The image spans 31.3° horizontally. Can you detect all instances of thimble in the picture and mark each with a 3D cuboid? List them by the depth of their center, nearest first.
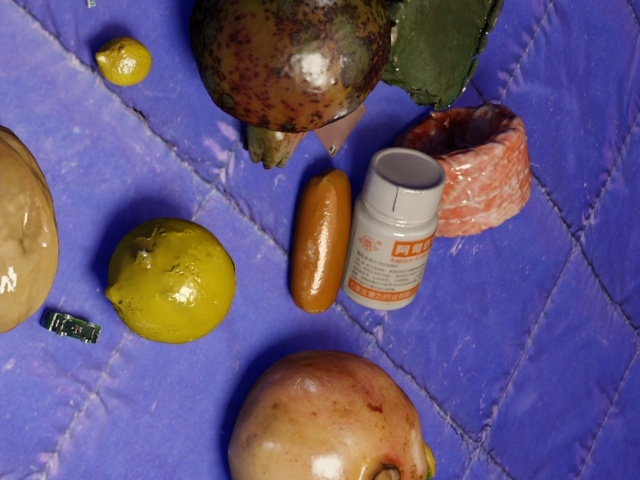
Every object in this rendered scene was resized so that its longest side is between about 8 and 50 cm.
[{"bbox_3d":[0.244,-0.126,1.968,0.239,0.239,0.162,-40,125,-34],"label":"thimble"}]

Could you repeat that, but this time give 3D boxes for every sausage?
[{"bbox_3d":[0.000,0.000,1.837,0.098,0.098,0.238,-2,105,-48],"label":"sausage"}]

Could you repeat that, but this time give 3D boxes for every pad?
[{"bbox_3d":[0.005,-0.234,1.838,0.113,0.006,0.187,-55,134,-20],"label":"pad"}]

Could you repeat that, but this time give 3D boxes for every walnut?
[{"bbox_3d":[-0.400,-0.015,1.291,0.225,0.225,0.260,-23,113,-43],"label":"walnut"}]

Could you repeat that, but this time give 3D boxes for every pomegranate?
[{"bbox_3d":[-0.052,-0.238,1.598,0.285,0.285,0.340,-35,148,-37],"label":"pomegranate"},{"bbox_3d":[0.025,0.342,1.792,0.338,0.338,0.338,-17,114,-45],"label":"pomegranate"}]

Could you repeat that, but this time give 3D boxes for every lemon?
[{"bbox_3d":[-0.259,-0.235,1.493,0.092,0.065,0.065,-7,106,-53],"label":"lemon"},{"bbox_3d":[-0.200,0.056,1.567,0.206,0.174,0.173,21,85,-49],"label":"lemon"}]

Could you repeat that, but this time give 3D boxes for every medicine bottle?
[{"bbox_3d":[0.116,-0.019,1.868,0.144,0.144,0.252,-29,140,-40],"label":"medicine bottle"}]

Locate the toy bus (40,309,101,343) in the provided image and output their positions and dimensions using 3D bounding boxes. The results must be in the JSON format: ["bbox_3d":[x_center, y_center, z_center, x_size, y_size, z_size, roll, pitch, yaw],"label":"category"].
[{"bbox_3d":[-0.335,0.116,1.533,0.083,0.037,0.031,25,83,-48],"label":"toy bus"}]

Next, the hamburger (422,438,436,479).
[{"bbox_3d":[0.130,0.394,2.055,0.115,0.162,0.162,-45,132,-23],"label":"hamburger"}]

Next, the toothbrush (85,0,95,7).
[{"bbox_3d":[-0.298,-0.363,1.451,0.013,0.011,0.131,-14,113,-32],"label":"toothbrush"}]

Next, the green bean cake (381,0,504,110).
[{"bbox_3d":[0.169,-0.365,1.889,0.241,0.132,0.255,26,83,-48],"label":"green bean cake"}]
